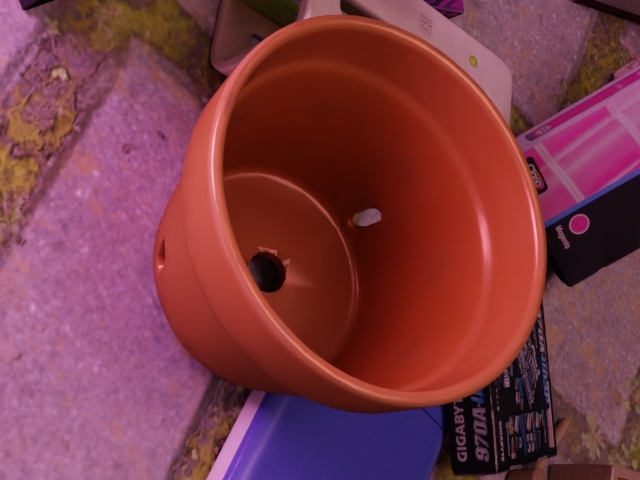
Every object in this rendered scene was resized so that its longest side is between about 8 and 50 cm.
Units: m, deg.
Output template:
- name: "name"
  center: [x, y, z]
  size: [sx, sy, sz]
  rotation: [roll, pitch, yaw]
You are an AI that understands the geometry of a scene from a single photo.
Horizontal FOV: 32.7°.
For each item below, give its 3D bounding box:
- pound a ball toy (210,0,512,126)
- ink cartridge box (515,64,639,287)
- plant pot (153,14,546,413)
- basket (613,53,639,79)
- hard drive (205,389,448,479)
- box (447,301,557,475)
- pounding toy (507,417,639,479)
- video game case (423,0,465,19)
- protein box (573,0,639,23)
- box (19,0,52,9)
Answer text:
- name: "pound a ball toy"
  center: [0.054, -0.158, 0.958]
  size: [0.319, 0.208, 0.136]
  rotation: [26, 65, -39]
- name: "ink cartridge box"
  center: [0.396, -0.115, 1.224]
  size: [0.370, 0.069, 0.176]
  rotation: [-31, 109, 1]
- name: "plant pot"
  center: [0.000, 0.000, 0.850]
  size: [0.290, 0.203, 0.291]
  rotation: [12, 68, -30]
- name: "basket"
  center: [0.616, -0.161, 1.471]
  size: [0.328, 0.266, 0.331]
  rotation: [-37, 107, -42]
- name: "hard drive"
  center: [-0.001, 0.222, 0.948]
  size: [0.210, 0.040, 0.319]
  rotation: [47, 53, -28]
- name: "box"
  center: [0.182, 0.120, 1.111]
  size: [0.175, 0.051, 0.220]
  rotation: [7, 78, -59]
- name: "pounding toy"
  center: [0.301, 0.285, 1.196]
  size: [0.206, 0.094, 0.181]
  rotation: [22, 67, -40]
- name: "video game case"
  center: [0.049, -0.338, 1.103]
  size: [0.232, 0.041, 0.210]
  rotation: [-2, 83, -45]
- name: "protein box"
  center: [0.430, -0.407, 1.425]
  size: [0.201, 0.136, 0.200]
  rotation: [4, 79, -44]
- name: "box"
  center: [-0.185, -0.321, 0.770]
  size: [0.103, 0.184, 0.261]
  rotation: [-32, 105, -39]
